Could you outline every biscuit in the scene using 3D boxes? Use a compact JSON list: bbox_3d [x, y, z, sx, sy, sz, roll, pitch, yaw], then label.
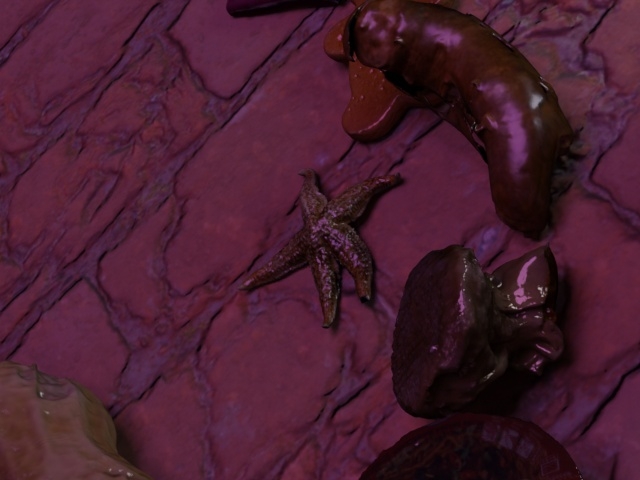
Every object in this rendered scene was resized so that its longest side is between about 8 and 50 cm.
[{"bbox_3d":[0.081,-0.230,1.923,0.165,0.036,0.250,-26,52,21],"label":"biscuit"}]

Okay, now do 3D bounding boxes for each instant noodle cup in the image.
[{"bbox_3d":[0.130,0.287,1.494,0.274,0.091,0.274,-21,50,27],"label":"instant noodle cup"}]

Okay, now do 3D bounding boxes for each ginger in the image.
[{"bbox_3d":[0.154,-0.147,1.741,0.133,0.107,0.309,-31,56,-22],"label":"ginger"}]

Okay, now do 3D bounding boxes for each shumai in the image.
[{"bbox_3d":[0.149,0.082,1.590,0.153,0.209,0.161,0,63,-13],"label":"shumai"}]

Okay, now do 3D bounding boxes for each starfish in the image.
[{"bbox_3d":[-0.002,-0.001,1.835,0.217,0.050,0.223,-39,39,22],"label":"starfish"}]

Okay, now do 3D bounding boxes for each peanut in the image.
[{"bbox_3d":[-0.288,0.246,1.812,0.340,0.174,0.158,53,134,46],"label":"peanut"}]

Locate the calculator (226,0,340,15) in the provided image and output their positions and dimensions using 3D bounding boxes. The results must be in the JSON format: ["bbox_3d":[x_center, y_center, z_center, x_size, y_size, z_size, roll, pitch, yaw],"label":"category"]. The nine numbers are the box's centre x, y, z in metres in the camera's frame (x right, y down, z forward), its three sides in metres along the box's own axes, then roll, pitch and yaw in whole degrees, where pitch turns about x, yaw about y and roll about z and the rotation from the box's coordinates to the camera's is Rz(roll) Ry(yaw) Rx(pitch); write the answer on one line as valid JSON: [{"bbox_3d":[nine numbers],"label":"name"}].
[{"bbox_3d":[-0.032,-0.332,2.084,0.190,0.034,0.127,-1,63,39],"label":"calculator"}]
